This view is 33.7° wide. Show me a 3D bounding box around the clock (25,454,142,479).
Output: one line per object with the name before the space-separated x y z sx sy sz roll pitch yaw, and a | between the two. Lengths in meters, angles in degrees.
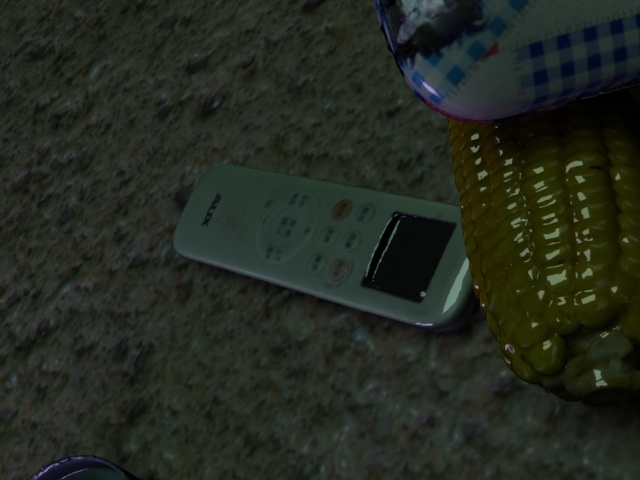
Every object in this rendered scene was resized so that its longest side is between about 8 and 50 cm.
clock | -0.188 0.264 0.763 0.215 0.042 0.215 -24 48 30

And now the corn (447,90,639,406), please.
corn | 0.132 -0.066 0.631 0.120 0.120 0.363 -27 49 27

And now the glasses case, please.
glasses case | 0.188 -0.151 0.555 0.327 0.076 0.125 -16 86 -7

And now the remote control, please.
remote control | -0.001 0.001 0.774 0.309 0.038 0.090 15 74 47
